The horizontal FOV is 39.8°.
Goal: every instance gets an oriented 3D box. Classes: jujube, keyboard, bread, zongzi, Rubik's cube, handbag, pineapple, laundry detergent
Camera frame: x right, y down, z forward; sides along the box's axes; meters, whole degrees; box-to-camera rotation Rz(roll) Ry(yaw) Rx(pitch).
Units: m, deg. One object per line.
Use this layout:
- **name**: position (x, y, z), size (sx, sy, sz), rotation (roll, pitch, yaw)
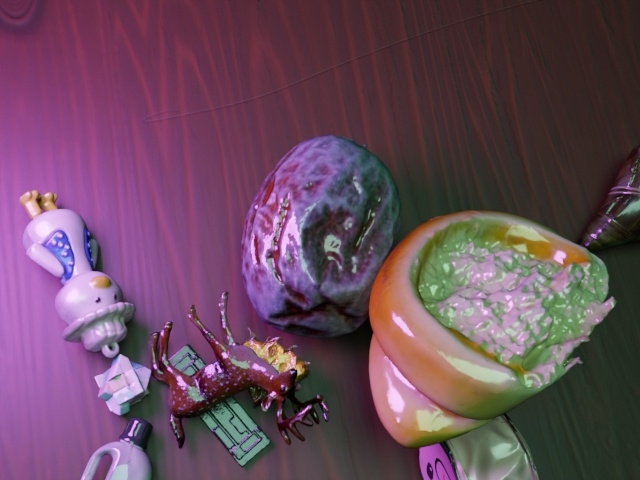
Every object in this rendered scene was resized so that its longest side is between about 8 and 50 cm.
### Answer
- **jujube**: position (-0.002, 0.003, 1.390), size (0.246, 0.215, 0.308), rotation (36, 66, -20)
- **keyboard**: position (-0.167, 0.258, 1.391), size (0.061, 0.013, 0.204), rotation (-39, 81, -16)
- **bread**: position (0.253, 0.124, 1.302), size (0.328, 0.245, 0.424), rotation (16, 32, 28)
- **zongzi**: position (0.594, -0.011, 1.539), size (0.247, 0.111, 0.241), rotation (33, 89, -2)
- **Rubik's cube**: position (-0.302, 0.219, 1.352), size (0.075, 0.073, 0.084), rotation (42, 79, 10)
- **handbag**: position (0.231, 0.347, 1.326), size (0.116, 0.179, 0.205), rotation (-15, 47, -15)
- **pineapple**: position (-0.089, 0.208, 1.397), size (0.137, 0.069, 0.116), rotation (17, 76, 8)
- **laundry detergent**: position (-0.309, 0.371, 1.306), size (0.099, 0.070, 0.226), rotation (19, 72, 6)

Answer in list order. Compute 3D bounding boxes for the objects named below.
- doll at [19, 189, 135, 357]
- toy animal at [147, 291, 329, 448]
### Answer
- **doll**: position (-0.382, 0.051, 1.377), size (0.119, 0.138, 0.293), rotation (-36, 74, 25)
- **toy animal**: position (-0.130, 0.213, 1.341), size (0.243, 0.087, 0.260), rotation (-33, 79, 21)
